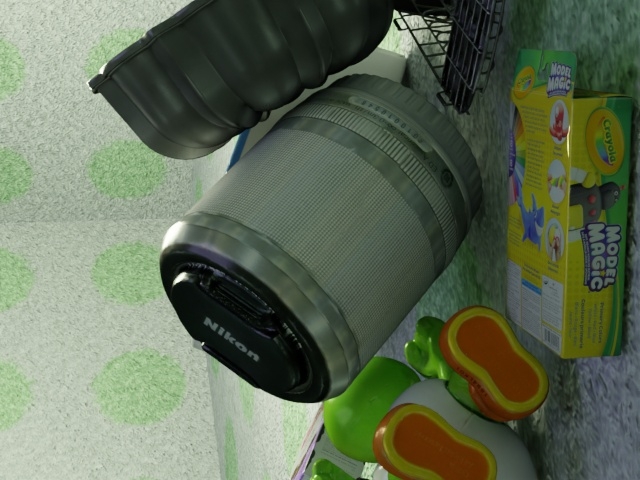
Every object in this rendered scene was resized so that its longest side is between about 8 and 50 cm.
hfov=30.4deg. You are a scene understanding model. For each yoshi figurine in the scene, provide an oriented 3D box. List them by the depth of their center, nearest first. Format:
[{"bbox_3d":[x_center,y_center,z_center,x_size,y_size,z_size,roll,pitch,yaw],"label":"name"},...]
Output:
[{"bbox_3d":[0.079,0.168,1.103,0.362,0.203,0.203,104,160,-71],"label":"yoshi figurine"}]

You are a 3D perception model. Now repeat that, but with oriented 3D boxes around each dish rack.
[{"bbox_3d":[0.131,-0.254,1.099,0.271,0.074,0.208,-110,20,-50],"label":"dish rack"}]

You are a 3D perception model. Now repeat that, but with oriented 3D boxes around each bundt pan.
[{"bbox_3d":[-0.063,-0.188,1.189,0.124,0.330,0.331,58,170,-7],"label":"bundt pan"}]

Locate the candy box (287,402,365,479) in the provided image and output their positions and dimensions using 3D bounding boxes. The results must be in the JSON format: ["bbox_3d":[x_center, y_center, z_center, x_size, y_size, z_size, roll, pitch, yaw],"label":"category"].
[{"bbox_3d":[0.013,0.272,1.482,0.196,0.070,0.165,-65,1,-46],"label":"candy box"}]

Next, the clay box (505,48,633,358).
[{"bbox_3d":[0.187,-0.034,0.900,0.127,0.053,0.222,-136,45,-74],"label":"clay box"}]

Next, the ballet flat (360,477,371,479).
[{"bbox_3d":[0.078,0.384,1.448,0.074,0.074,0.203,111,148,-62],"label":"ballet flat"}]

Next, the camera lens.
[{"bbox_3d":[0.000,0.000,1.123,0.219,0.274,0.219,31,151,20],"label":"camera lens"}]

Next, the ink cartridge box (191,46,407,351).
[{"bbox_3d":[-0.038,-0.035,1.497,0.395,0.166,0.286,109,179,-60],"label":"ink cartridge box"}]
